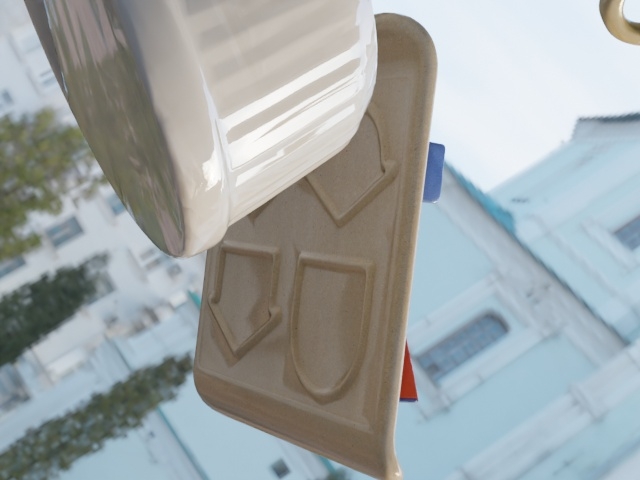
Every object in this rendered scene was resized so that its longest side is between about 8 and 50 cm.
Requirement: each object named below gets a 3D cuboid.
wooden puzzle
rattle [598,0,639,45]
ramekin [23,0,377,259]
[{"bbox_3d":[0.000,0.000,1.012,0.322,0.080,0.348,7,-85,59],"label":"wooden puzzle"},{"bbox_3d":[0.361,-0.261,1.354,0.130,0.199,0.143,-28,-130,40],"label":"rattle"},{"bbox_3d":[-0.077,-0.138,0.640,0.273,0.127,0.273,55,-18,29],"label":"ramekin"}]
